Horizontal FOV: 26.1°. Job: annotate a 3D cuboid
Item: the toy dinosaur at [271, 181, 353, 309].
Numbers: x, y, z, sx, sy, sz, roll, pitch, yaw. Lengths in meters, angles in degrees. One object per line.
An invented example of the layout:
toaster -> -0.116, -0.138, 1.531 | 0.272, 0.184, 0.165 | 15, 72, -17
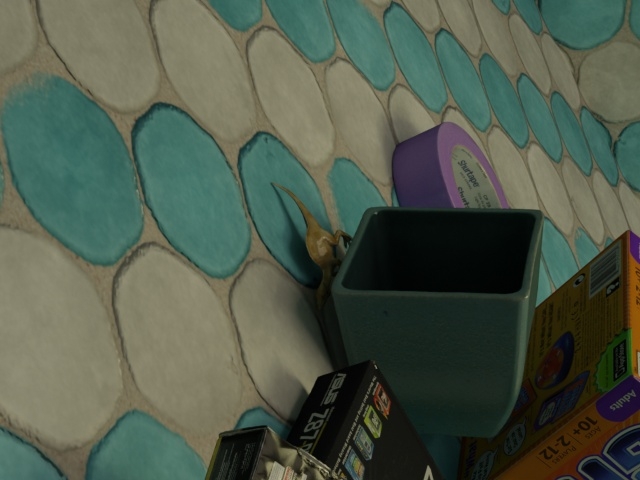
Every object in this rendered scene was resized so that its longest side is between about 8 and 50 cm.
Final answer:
toy dinosaur -> 0.000, 0.000, 1.835 | 0.093, 0.053, 0.183 | 6, 63, -61

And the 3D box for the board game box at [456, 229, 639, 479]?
board game box -> 0.454, 0.284, 2.012 | 0.356, 0.356, 0.356 | 37, 32, -13

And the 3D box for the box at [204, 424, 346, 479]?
box -> -0.029, 0.372, 1.268 | 0.257, 0.079, 0.322 | 37, 54, -31

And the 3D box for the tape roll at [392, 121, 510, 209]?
tape roll -> 0.228, -0.056, 2.300 | 0.275, 0.090, 0.274 | 44, 33, -38

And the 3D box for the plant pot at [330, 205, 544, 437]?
plant pot -> 0.167, 0.120, 1.841 | 0.247, 0.248, 0.252 | -65, 153, -59

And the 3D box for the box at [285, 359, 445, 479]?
box -> 0.052, 0.369, 1.553 | 0.318, 0.097, 0.395 | 61, 27, -16
